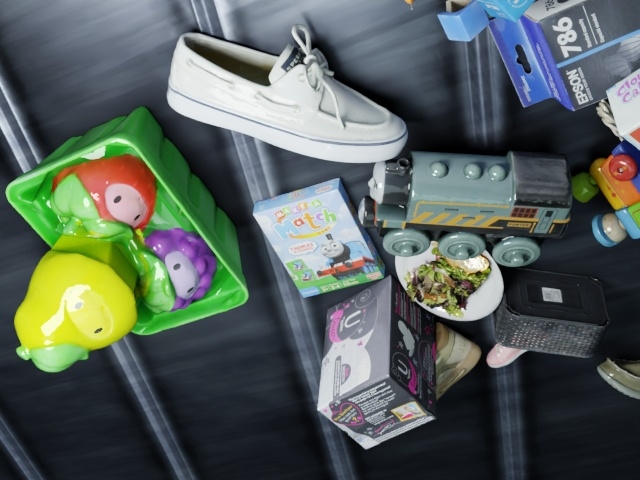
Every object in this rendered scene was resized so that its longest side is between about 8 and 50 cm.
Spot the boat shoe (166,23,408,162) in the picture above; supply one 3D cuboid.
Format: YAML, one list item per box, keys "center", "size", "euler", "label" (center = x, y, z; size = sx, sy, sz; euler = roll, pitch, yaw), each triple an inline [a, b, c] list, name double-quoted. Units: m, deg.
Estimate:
- center: [-0.040, -0.233, 1.274]
  size: [0.367, 0.136, 0.156]
  euler: [17, 128, 4]
  label: "boat shoe"

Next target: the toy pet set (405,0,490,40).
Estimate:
- center: [0.174, -0.331, 1.193]
  size: [0.122, 0.065, 0.114]
  euler: [-18, 127, 21]
  label: "toy pet set"

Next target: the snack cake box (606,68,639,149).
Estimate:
- center: [0.546, -0.165, 1.231]
  size: [0.264, 0.089, 0.152]
  euler: [26, 136, -36]
  label: "snack cake box"

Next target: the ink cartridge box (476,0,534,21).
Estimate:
- center: [0.200, -0.402, 1.089]
  size: [0.231, 0.078, 0.134]
  euler: [37, 97, -24]
  label: "ink cartridge box"

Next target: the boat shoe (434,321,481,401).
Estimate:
- center: [0.180, 0.301, 1.708]
  size: [0.110, 0.122, 0.341]
  euler: [26, 128, -16]
  label: "boat shoe"

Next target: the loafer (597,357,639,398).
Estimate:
- center: [0.640, 0.248, 1.643]
  size: [0.251, 0.094, 0.087]
  euler: [10, 107, -14]
  label: "loafer"

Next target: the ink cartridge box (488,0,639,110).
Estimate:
- center: [0.414, -0.290, 1.203]
  size: [0.332, 0.065, 0.165]
  euler: [-20, 127, 23]
  label: "ink cartridge box"

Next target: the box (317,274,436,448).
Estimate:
- center: [0.101, 0.213, 1.555]
  size: [0.163, 0.247, 0.142]
  euler: [-31, 120, 28]
  label: "box"

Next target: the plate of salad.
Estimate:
- center: [0.218, 0.067, 1.515]
  size: [0.199, 0.048, 0.200]
  euler: [18, 133, 20]
  label: "plate of salad"

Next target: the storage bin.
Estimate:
- center: [0.399, 0.124, 1.527]
  size: [0.180, 0.122, 0.084]
  euler: [8, 132, 0]
  label: "storage bin"

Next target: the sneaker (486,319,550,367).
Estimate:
- center: [0.355, 0.184, 1.634]
  size: [0.134, 0.051, 0.070]
  euler: [-34, 118, 26]
  label: "sneaker"

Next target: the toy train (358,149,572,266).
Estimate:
- center: [0.229, -0.060, 1.352]
  size: [0.333, 0.142, 0.190]
  euler: [5, 148, -1]
  label: "toy train"

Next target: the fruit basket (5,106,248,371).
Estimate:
- center: [-0.316, 0.029, 1.368]
  size: [0.282, 0.392, 0.392]
  euler: [-19, 126, 22]
  label: "fruit basket"

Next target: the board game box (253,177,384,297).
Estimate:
- center: [0.000, 0.000, 1.520]
  size: [0.160, 0.039, 0.211]
  euler: [-15, 127, 19]
  label: "board game box"

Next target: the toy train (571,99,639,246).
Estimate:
- center: [0.442, -0.111, 1.351]
  size: [0.248, 0.105, 0.143]
  euler: [55, 139, -1]
  label: "toy train"
